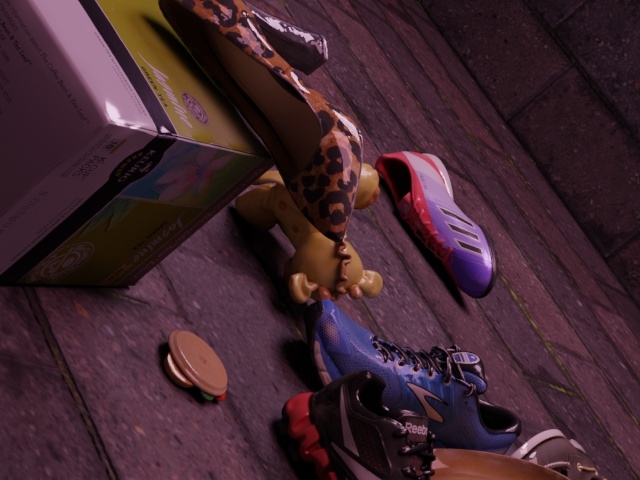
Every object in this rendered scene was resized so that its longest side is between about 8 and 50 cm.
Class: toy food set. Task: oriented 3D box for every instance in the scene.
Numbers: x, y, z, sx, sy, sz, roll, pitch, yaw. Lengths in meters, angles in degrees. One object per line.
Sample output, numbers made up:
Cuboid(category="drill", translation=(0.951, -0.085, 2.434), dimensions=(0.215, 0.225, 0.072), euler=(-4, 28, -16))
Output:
Cuboid(category="toy food set", translation=(-0.123, 0.124, 1.446), dimensions=(0.082, 0.020, 0.083), euler=(39, 19, -30))

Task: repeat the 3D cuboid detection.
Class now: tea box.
Cuboid(category="tea box", translation=(-0.261, -0.149, 1.348), dimensions=(0.329, 0.220, 0.323), euler=(56, 19, 17))

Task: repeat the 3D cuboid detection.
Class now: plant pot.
Cuboid(category="plant pot", translation=(0.168, 0.279, 1.604), dimensions=(0.236, 0.032, 0.236), euler=(4, 10, -1))

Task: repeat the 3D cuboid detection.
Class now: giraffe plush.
Cuboid(category="giraffe plush", translation=(0.000, 0.000, 1.807), dimensions=(0.210, 0.181, 0.170), euler=(112, -34, -77))

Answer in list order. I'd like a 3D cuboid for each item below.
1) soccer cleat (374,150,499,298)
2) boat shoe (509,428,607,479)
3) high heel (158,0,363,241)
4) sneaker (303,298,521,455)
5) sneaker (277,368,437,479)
Cuboid(category="soccer cleat", translation=(0.191, -0.028, 2.448), dimensions=(0.116, 0.108, 0.318), euler=(7, 42, -36))
Cuboid(category="boat shoe", translation=(0.308, 0.317, 1.913), dimensions=(0.091, 0.109, 0.305), euler=(51, 13, 23))
Cuboid(category="high heel", translation=(-0.061, -0.119, 1.333), dimensions=(0.186, 0.093, 0.261), euler=(17, 46, -35))
Cuboid(category="sneaker", translation=(0.112, 0.161, 1.733), dimensions=(0.330, 0.147, 0.129), euler=(39, 20, -27))
Cuboid(category="sneaker", translation=(0.070, 0.246, 1.469), dimensions=(0.098, 0.135, 0.276), euler=(24, 31, -58))
